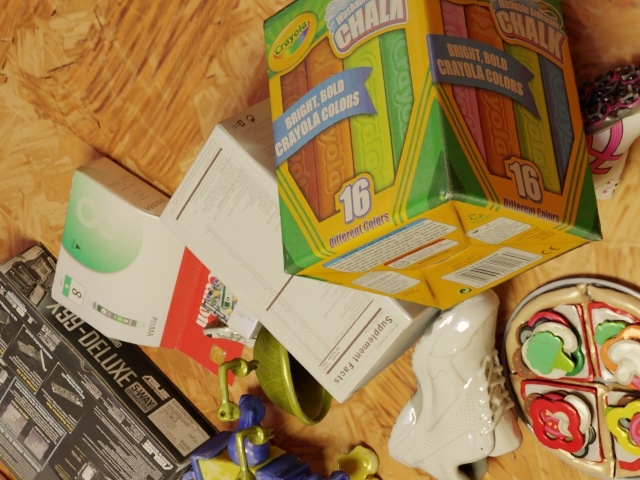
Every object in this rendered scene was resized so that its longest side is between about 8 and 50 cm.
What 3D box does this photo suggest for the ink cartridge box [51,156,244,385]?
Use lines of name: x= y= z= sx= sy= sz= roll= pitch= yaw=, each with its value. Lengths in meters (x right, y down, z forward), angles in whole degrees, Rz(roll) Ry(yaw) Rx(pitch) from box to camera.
ink cartridge box: x=-0.174 y=0.042 z=1.578 sx=0.225 sy=0.056 sz=0.181 roll=34 pitch=129 yaw=20

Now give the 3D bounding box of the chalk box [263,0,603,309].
chalk box: x=0.079 y=-0.118 z=1.186 sx=0.180 sy=0.179 sz=0.289 roll=-28 pitch=60 yaw=41

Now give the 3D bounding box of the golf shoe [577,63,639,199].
golf shoe: x=0.222 y=-0.076 z=1.225 sx=0.086 sy=0.067 sz=0.186 roll=37 pitch=135 yaw=-20

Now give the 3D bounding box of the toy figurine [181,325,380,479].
toy figurine: x=-0.083 y=0.244 z=1.531 sx=0.217 sy=0.191 sz=0.362 roll=0 pitch=111 yaw=42

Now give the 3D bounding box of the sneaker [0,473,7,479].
sneaker: x=-0.411 y=0.358 z=1.913 sx=0.070 sy=0.051 sz=0.134 roll=28 pitch=122 yaw=29

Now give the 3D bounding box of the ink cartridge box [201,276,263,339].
ink cartridge box: x=-0.066 y=0.033 z=1.489 sx=0.063 sy=0.029 sz=0.115 roll=34 pitch=113 yaw=18

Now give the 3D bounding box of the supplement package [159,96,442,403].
supplement package: x=0.000 y=0.000 z=1.371 sx=0.244 sy=0.134 sz=0.139 roll=45 pitch=131 yaw=9

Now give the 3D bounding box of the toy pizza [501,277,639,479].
toy pizza: x=0.245 y=0.128 z=1.323 sx=0.201 sy=0.032 sz=0.201 roll=17 pitch=122 yaw=30

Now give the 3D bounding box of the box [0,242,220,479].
box: x=-0.287 y=0.193 z=1.721 sx=0.307 sy=0.076 sz=0.242 roll=45 pitch=131 yaw=10

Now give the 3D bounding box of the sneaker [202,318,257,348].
sneaker: x=-0.081 y=0.096 z=1.540 sx=0.083 sy=0.032 sz=0.037 roll=-8 pitch=114 yaw=24

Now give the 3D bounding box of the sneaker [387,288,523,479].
sneaker: x=0.142 y=0.137 z=1.371 sx=0.115 sy=0.090 sz=0.232 roll=31 pitch=137 yaw=21
